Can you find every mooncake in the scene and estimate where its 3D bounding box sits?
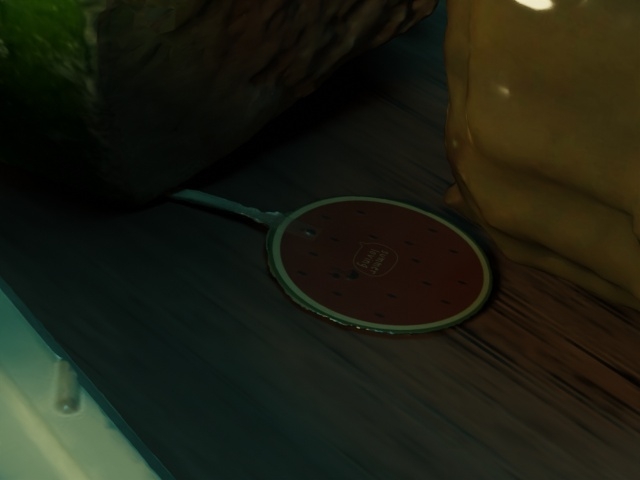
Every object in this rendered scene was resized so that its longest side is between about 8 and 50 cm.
[{"bbox_3d":[0.124,-0.084,0.490,0.124,0.228,0.228,19,34,28],"label":"mooncake"}]

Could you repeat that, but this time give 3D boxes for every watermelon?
[{"bbox_3d":[-0.049,-0.152,0.487,0.302,0.264,0.151,-19,51,-24],"label":"watermelon"}]

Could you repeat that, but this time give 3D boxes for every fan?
[{"bbox_3d":[0.000,0.000,0.522,0.133,0.005,0.085,20,36,13],"label":"fan"}]

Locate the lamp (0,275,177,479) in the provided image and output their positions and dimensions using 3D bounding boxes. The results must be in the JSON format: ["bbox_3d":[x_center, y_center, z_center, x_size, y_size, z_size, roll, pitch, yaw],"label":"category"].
[{"bbox_3d":[-0.160,0.090,0.314,0.269,0.047,0.266,-18,43,-35],"label":"lamp"}]
